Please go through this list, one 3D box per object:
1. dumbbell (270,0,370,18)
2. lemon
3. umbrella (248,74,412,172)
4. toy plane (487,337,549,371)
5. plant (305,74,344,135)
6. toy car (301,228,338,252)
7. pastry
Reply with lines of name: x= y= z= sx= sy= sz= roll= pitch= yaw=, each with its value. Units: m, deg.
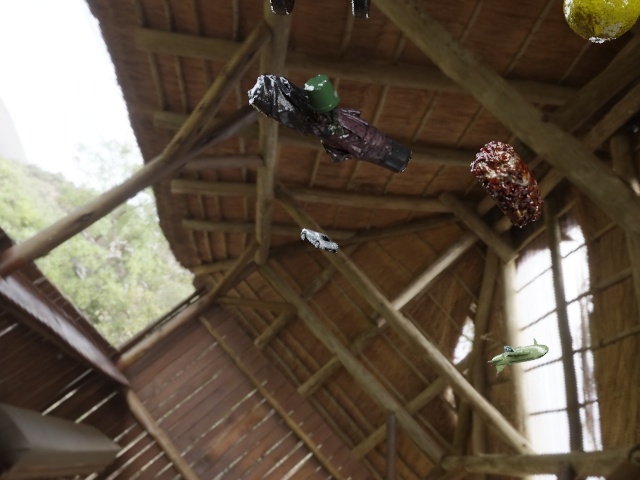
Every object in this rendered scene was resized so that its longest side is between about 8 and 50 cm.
dumbbell: x=0.004 y=-0.474 z=1.044 sx=0.325 sy=0.143 sz=0.143 roll=4 pitch=-30 yaw=6
lemon: x=0.409 y=-0.347 z=0.848 sx=0.109 sy=0.133 sz=0.109 roll=19 pitch=-28 yaw=11
umbrella: x=0.026 y=-0.205 z=1.054 sx=0.325 sy=0.094 sz=0.090 roll=20 pitch=-41 yaw=-25
toy plane: x=0.366 y=0.211 z=1.086 sx=0.102 sy=0.111 sz=0.040 roll=37 pitch=32 yaw=-63
plant: x=0.012 y=-0.213 z=0.943 sx=0.051 sy=0.051 sz=0.102 roll=34 pitch=-22 yaw=47
toy car: x=0.000 y=0.000 z=1.071 sx=0.041 sy=0.025 sz=0.093 roll=13 pitch=10 yaw=-35
pastry: x=0.387 y=-0.110 z=1.192 sx=0.208 sy=0.097 sz=0.115 roll=41 pitch=27 yaw=-38
